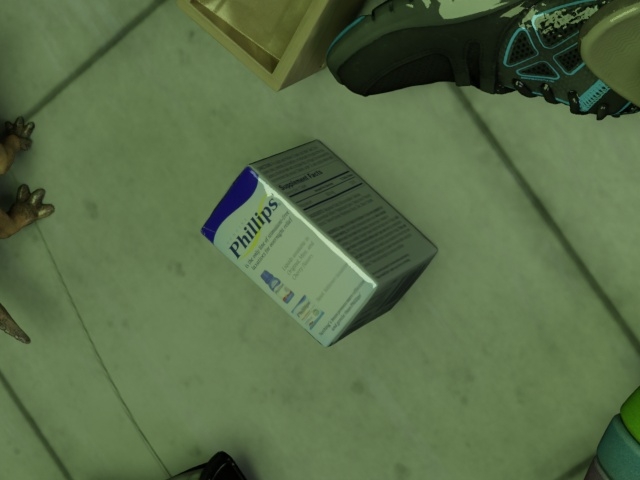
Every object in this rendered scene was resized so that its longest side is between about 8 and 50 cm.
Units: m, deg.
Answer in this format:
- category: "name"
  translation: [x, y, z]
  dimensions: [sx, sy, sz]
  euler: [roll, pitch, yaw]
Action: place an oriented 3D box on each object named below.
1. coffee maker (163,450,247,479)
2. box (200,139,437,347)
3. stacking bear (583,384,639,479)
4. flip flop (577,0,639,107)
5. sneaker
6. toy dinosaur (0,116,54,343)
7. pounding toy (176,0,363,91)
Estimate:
- category: "coffee maker"
  translation: [-0.131, 0.278, 1.554]
  dimensions: [0.178, 0.120, 0.171]
  euler: [-18, 94, 26]
- category: "box"
  translation: [0.000, 0.000, 1.439]
  dimensions: [0.137, 0.126, 0.072]
  euler: [43, 115, 11]
- category: "stacking bear"
  translation: [0.297, 0.135, 1.323]
  dimensions: [0.175, 0.164, 0.289]
  euler: [34, 102, -5]
- category: "flip flop"
  translation: [0.288, -0.072, 1.262]
  dimensions: [0.112, 0.080, 0.277]
  euler: [-33, 119, 32]
- category: "sneaker"
  translation: [0.163, -0.142, 1.343]
  dimensions: [0.340, 0.125, 0.140]
  euler: [-13, 100, 27]
- category: "toy dinosaur"
  translation: [-0.331, -0.043, 1.532]
  dimensions: [0.127, 0.200, 0.296]
  euler: [-7, 98, 24]
- category: "pounding toy"
  translation: [-0.031, -0.218, 1.437]
  dimensions: [0.141, 0.100, 0.130]
  euler: [42, 127, 13]
